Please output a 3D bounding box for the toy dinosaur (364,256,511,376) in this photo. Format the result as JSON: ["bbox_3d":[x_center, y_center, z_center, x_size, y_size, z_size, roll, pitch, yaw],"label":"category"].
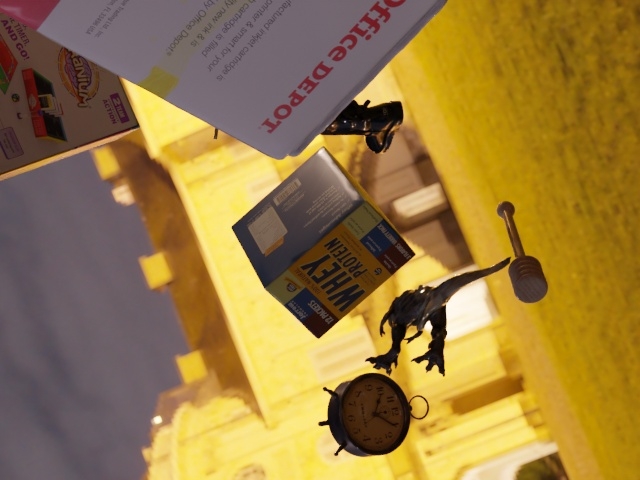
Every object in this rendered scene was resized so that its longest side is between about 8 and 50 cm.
[{"bbox_3d":[0.116,0.093,1.353,0.064,0.118,0.268,30,156,-13],"label":"toy dinosaur"}]

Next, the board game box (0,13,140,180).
[{"bbox_3d":[-0.399,-0.195,1.457,0.316,0.064,0.242,-26,-85,-42],"label":"board game box"}]

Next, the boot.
[{"bbox_3d":[0.041,-0.140,1.478,0.121,0.099,0.045,122,143,-69],"label":"boot"}]

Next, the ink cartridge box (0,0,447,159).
[{"bbox_3d":[-0.107,-0.285,1.175,0.385,0.279,0.160,28,-146,-31],"label":"ink cartridge box"}]

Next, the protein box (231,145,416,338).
[{"bbox_3d":[0.000,0.000,1.841,0.136,0.200,0.201,46,-174,-33],"label":"protein box"}]

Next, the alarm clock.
[{"bbox_3d":[0.091,0.274,1.907,0.064,0.192,0.129,-28,69,60],"label":"alarm clock"}]

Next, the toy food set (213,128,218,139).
[{"bbox_3d":[-0.126,-0.242,1.806,0.192,0.039,0.132,112,164,-61],"label":"toy food set"}]

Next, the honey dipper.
[{"bbox_3d":[0.182,0.005,1.110,0.160,0.030,0.030,-88,-25,-62],"label":"honey dipper"}]
